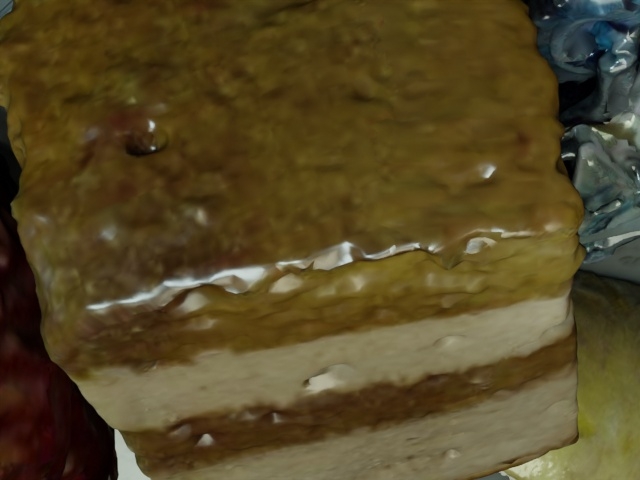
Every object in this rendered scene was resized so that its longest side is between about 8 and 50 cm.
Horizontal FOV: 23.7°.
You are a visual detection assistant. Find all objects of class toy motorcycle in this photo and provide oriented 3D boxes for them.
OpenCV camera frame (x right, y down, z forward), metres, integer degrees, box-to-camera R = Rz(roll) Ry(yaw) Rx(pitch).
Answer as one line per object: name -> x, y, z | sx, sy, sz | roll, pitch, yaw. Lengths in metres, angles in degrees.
toy motorcycle -> 0.185, -0.068, 0.700 | 0.204, 0.108, 0.239 | -11, 167, 0

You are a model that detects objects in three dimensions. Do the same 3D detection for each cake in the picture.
cake -> 0.000, 0.000, 0.651 | 0.199, 0.196, 0.293 | -15, 150, 1

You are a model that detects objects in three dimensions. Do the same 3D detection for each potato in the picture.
potato -> 0.161, 0.085, 0.888 | 0.261, 0.120, 0.100 | 22, 124, -41

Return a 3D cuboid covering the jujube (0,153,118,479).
jujube -> -0.188, 0.057, 0.642 | 0.216, 0.216, 0.342 | -19, 160, 5
